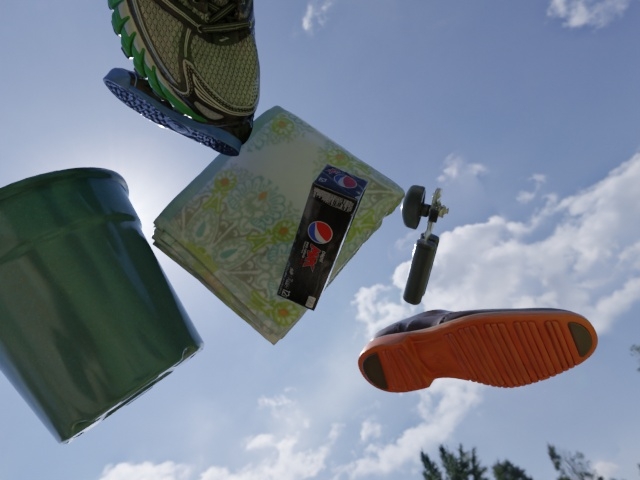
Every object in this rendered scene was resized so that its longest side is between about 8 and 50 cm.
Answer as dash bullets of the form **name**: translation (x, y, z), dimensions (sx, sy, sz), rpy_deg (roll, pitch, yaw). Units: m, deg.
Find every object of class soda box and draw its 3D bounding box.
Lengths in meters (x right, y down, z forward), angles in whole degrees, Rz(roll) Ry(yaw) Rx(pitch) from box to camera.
- **soda box**: translation (0.000, 0.000, 0.527), dimensions (0.053, 0.060, 0.169), rpy_deg (24, -55, 4)

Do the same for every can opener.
- **can opener**: translation (0.219, 0.009, 0.983), dimensions (0.074, 0.093, 0.280), rpy_deg (-39, -42, -54)

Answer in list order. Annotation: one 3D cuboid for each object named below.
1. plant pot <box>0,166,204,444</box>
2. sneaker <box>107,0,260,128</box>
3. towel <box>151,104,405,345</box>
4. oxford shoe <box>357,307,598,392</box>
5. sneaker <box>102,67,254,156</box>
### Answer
- **plant pot**: translation (-0.389, 0.115, 0.734), dimensions (0.341, 0.334, 0.341), rpy_deg (-35, -6, -4)
- **sneaker**: translation (-0.116, -0.275, 0.400), dimensions (0.134, 0.146, 0.343), rpy_deg (-28, -66, -44)
- **towel**: translation (-0.081, -0.045, 0.826), dimensions (0.374, 0.320, 0.090), rpy_deg (-49, -13, -13)
- **oxford shoe**: translation (0.234, 0.150, 0.718), dimensions (0.364, 0.133, 0.130), rpy_deg (-15, -72, 33)
- **sneaker**: translation (-0.220, -0.225, 0.719), dimensions (0.232, 0.081, 0.090), rpy_deg (26, -105, -17)
